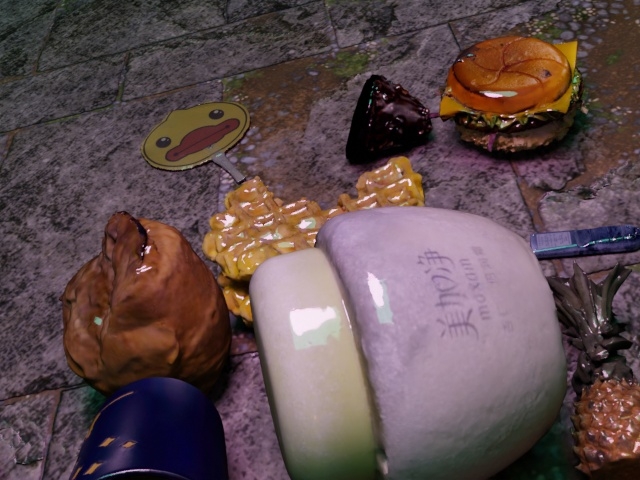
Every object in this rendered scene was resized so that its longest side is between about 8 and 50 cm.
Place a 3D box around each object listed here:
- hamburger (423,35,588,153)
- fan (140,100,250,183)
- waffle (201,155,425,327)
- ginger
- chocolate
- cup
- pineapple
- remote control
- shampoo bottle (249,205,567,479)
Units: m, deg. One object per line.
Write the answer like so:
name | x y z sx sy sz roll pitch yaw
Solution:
hamburger | 0.310 -0.238 1.223 0.262 0.138 0.243 10 48 21
fan | -0.228 -0.195 1.448 0.230 0.011 0.335 -33 46 -15
waffle | 0.000 0.000 1.080 0.324 0.151 0.261 -10 41 12
ginger | -0.214 0.107 0.979 0.269 0.223 0.200 -42 44 31
chocolate | 0.130 -0.206 1.281 0.133 0.156 0.156 15 47 -6
cup | -0.217 0.290 0.792 0.255 0.178 0.256 -33 14 -2
pineapple | 0.335 0.151 0.857 0.119 0.130 0.277 -30 38 31
remote control | 0.379 0.000 1.049 0.153 0.027 0.043 -7 49 14
shampoo bottle | 0.092 0.121 0.811 0.317 0.322 0.322 -10 43 -10
